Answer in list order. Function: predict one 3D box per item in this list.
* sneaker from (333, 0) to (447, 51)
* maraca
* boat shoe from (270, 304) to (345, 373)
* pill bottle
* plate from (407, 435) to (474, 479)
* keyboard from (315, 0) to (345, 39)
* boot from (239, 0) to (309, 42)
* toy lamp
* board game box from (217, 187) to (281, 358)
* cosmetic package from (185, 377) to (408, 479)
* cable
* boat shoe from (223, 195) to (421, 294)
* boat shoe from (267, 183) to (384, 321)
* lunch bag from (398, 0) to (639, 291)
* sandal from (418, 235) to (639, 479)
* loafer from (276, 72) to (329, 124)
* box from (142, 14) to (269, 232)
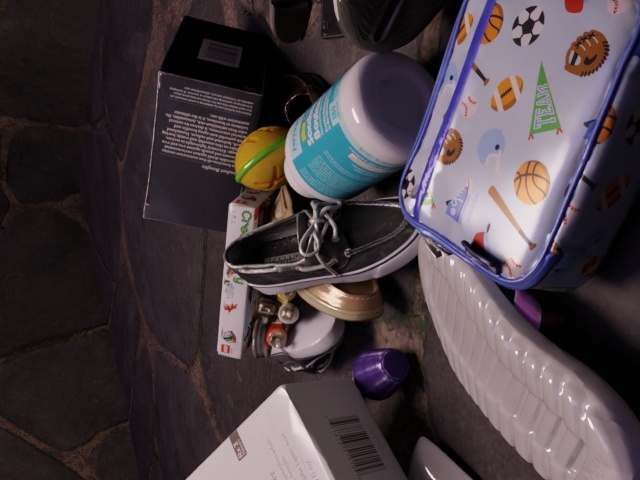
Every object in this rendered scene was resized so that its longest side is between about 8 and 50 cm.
[{"bbox_3d":[0.086,-0.469,0.789,0.257,0.169,0.448,-135,55,-61],"label":"sneaker"},{"bbox_3d":[-0.076,-0.140,1.064,0.127,0.185,0.099,-34,90,26],"label":"maraca"},{"bbox_3d":[-0.020,0.184,1.111,0.102,0.108,0.301,43,152,-11],"label":"boat shoe"},{"bbox_3d":[0.043,-0.141,0.892,0.264,0.146,0.146,-29,70,58],"label":"pill bottle"},{"bbox_3d":[0.181,0.448,0.823,0.278,0.045,0.277,36,124,46],"label":"plate"},{"bbox_3d":[0.024,-0.415,1.009,0.108,0.023,0.180,17,108,52],"label":"keyboard"},{"bbox_3d":[-0.092,-0.499,1.132,0.229,0.091,0.263,54,141,42],"label":"boot"},{"bbox_3d":[0.051,0.233,1.009,0.275,0.080,0.080,-46,55,53],"label":"toy lamp"},{"bbox_3d":[-0.129,0.046,1.213,0.193,0.053,0.306,-57,-22,-65],"label":"board game box"},{"bbox_3d":[-0.068,0.393,0.911,0.385,0.156,0.217,-49,55,25],"label":"cosmetic package"},{"bbox_3d":[-0.068,0.126,1.126,0.287,0.072,0.140,-43,-36,-86],"label":"cable"},{"bbox_3d":[0.004,-0.005,0.888,0.306,0.105,0.113,-11,61,28],"label":"boat shoe"},{"bbox_3d":[0.000,0.000,1.017,0.341,0.121,0.110,50,136,48],"label":"boat shoe"},{"bbox_3d":[0.196,-0.108,0.627,0.243,0.114,0.304,43,121,47],"label":"lunch bag"},{"bbox_3d":[0.217,0.118,0.677,0.416,0.102,0.170,-118,20,-57],"label":"sandal"},{"bbox_3d":[-0.027,-0.234,1.071,0.220,0.078,0.080,41,129,51],"label":"loafer"},{"bbox_3d":[-0.212,-0.223,1.211,0.296,0.182,0.294,-92,17,-53],"label":"box"}]
